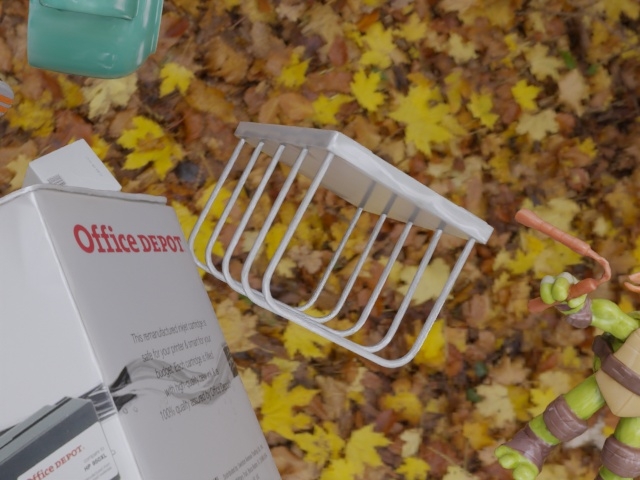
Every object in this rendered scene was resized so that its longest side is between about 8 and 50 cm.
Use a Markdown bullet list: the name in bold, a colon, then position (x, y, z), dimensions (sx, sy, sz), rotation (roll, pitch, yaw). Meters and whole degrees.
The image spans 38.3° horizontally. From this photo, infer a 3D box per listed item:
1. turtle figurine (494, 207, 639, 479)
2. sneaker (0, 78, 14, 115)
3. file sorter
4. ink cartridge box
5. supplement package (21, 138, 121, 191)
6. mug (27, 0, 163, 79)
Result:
- **turtle figurine**: position (0.227, 0.102, 0.709), dimensions (0.269, 0.087, 0.217), rotation (29, 110, -1)
- **sneaker**: position (-0.695, -0.323, 1.619), dimensions (0.124, 0.321, 0.180), rotation (-43, 71, 4)
- **file sorter**: position (0.000, 0.000, 0.963), dimensions (0.193, 0.277, 0.173), rotation (28, 87, -24)
- **ink cartridge box**: position (-0.171, 0.168, 0.785), dimensions (0.166, 0.285, 0.395), rotation (-23, 85, 10)
- **supplement package**: position (-0.529, -0.070, 1.905), dimensions (0.134, 0.244, 0.139), rotation (-33, 79, -38)
- **mug**: position (-0.175, -0.186, 0.731), dimensions (0.097, 0.129, 0.158), rotation (7, 46, -14)
